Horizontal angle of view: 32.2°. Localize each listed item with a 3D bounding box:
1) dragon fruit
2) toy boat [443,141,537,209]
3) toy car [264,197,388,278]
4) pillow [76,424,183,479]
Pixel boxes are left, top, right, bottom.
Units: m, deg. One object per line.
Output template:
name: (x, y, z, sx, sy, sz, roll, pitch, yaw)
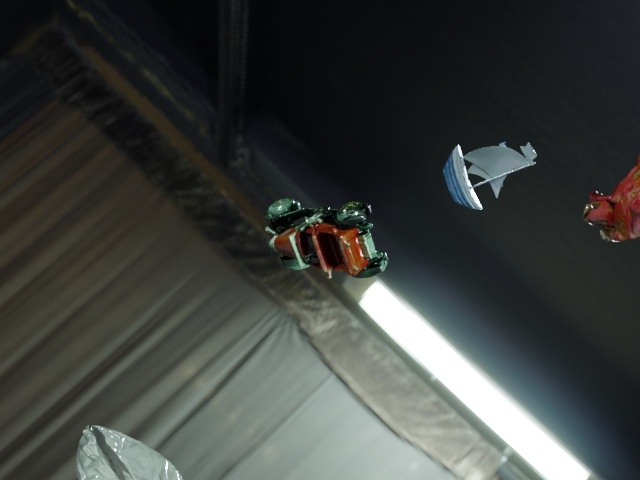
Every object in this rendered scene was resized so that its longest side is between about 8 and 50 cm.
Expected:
dragon fruit: (0.529, -0.073, 1.831, 0.212, 0.262, 0.134, -28, -97, 39)
toy boat: (0.261, -0.119, 1.765, 0.105, 0.149, 0.034, 47, 20, -2)
toy car: (0.000, 0.000, 1.066, 0.143, 0.054, 0.073, 6, -58, 48)
pillow: (-0.236, 0.405, 1.552, 0.283, 0.138, 0.310, 49, -19, 30)
